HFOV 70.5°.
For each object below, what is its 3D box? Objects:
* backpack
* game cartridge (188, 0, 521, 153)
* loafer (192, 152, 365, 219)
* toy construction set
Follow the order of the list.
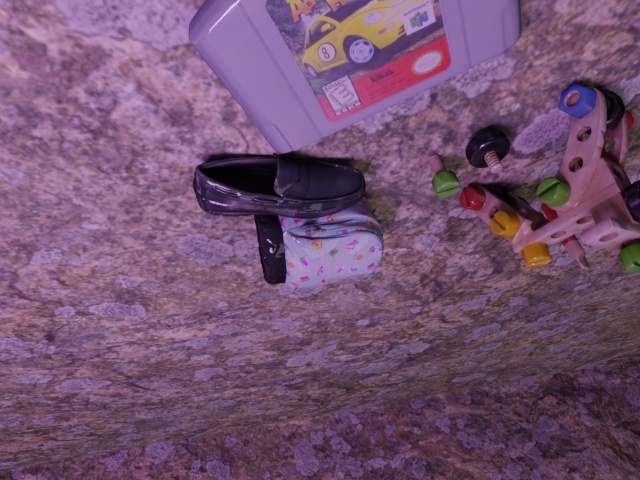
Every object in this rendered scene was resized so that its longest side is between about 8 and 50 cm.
[{"bbox_3d":[0.000,0.000,0.670,0.181,0.115,0.152,-10,144,-10],"label":"backpack"},{"bbox_3d":[0.037,-0.208,0.429,0.294,0.060,0.196,-23,142,14],"label":"game cartridge"},{"bbox_3d":[-0.048,-0.072,0.578,0.223,0.076,0.078,-3,153,-9],"label":"loafer"},{"bbox_3d":[0.357,-0.027,0.641,0.257,0.237,0.308,-31,143,26],"label":"toy construction set"}]
